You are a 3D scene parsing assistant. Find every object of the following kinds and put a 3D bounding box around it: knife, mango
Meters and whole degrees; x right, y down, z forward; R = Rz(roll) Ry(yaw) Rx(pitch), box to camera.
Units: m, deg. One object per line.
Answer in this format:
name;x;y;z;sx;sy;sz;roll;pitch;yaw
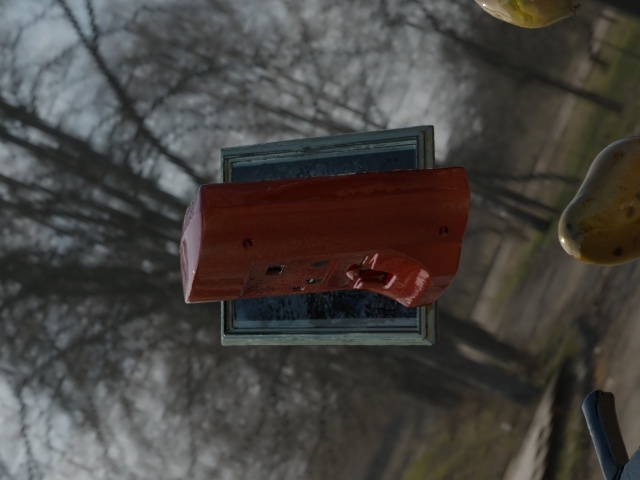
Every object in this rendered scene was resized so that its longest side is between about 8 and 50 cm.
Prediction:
knife;0.261;0.210;1.237;0.230;0.028;0.060;-98;22;-46
mango;0.348;-0.040;1.698;0.178;0.115;0.090;-55;-5;-26

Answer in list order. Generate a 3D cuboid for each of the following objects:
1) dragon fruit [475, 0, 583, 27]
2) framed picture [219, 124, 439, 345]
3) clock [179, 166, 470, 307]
dragon fruit;0.132;-0.271;0.905;0.189;0.290;0.291;79;-151;-44
framed picture;0.000;0.000;0.997;0.011;0.183;0.142;3;-95;-52
clock;-0.002;0.005;0.845;0.113;0.155;0.061;118;148;-70
